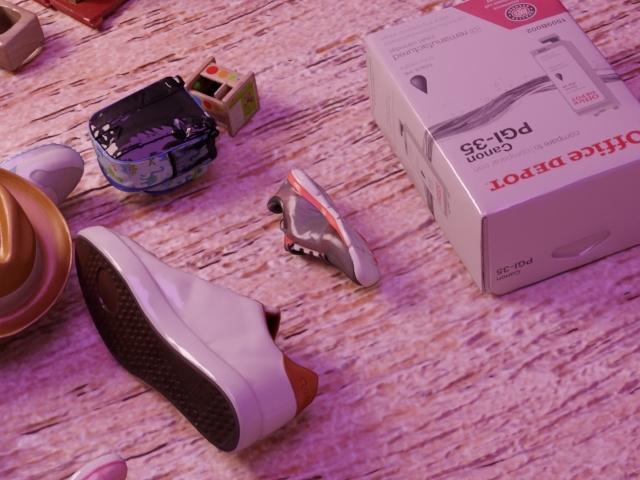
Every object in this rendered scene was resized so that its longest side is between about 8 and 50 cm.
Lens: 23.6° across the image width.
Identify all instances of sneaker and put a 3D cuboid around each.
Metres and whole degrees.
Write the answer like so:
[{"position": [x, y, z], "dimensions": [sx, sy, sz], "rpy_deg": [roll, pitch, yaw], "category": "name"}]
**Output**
[{"position": [-0.202, 0.244, 1.290], "dimensions": [0.134, 0.051, 0.070], "rpy_deg": [-39, 57, -21], "category": "sneaker"}, {"position": [-0.313, -0.004, 1.509], "dimensions": [0.092, 0.087, 0.228], "rpy_deg": [39, 68, 22], "category": "sneaker"}, {"position": [-0.115, 0.078, 1.407], "dimensions": [0.123, 0.106, 0.290], "rpy_deg": [-21, 50, -35], "category": "sneaker"}, {"position": [0.000, 0.000, 1.488], "dimensions": [0.065, 0.061, 0.158], "rpy_deg": [-42, 51, 7], "category": "sneaker"}]

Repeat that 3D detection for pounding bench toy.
[{"position": [-0.116, -0.145, 1.620], "dimensions": [0.065, 0.052, 0.083], "rpy_deg": [23, 55, 25], "category": "pounding bench toy"}]

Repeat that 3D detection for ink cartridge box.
[{"position": [0.192, -0.109, 1.505], "dimensions": [0.207, 0.117, 0.283], "rpy_deg": [-20, 49, -10], "category": "ink cartridge box"}]

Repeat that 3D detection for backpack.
[{"position": [-0.173, -0.098, 1.565], "dimensions": [0.114, 0.084, 0.105], "rpy_deg": [-24, 51, -19], "category": "backpack"}]

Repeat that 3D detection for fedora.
[{"position": [-0.322, -0.004, 1.415], "dimensions": [0.194, 0.079, 0.194], "rpy_deg": [3, 62, -6], "category": "fedora"}]

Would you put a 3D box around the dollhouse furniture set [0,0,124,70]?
[{"position": [-0.363, -0.290, 1.682], "dimensions": [0.152, 0.201, 0.374], "rpy_deg": [26, 56, 27], "category": "dollhouse furniture set"}]
